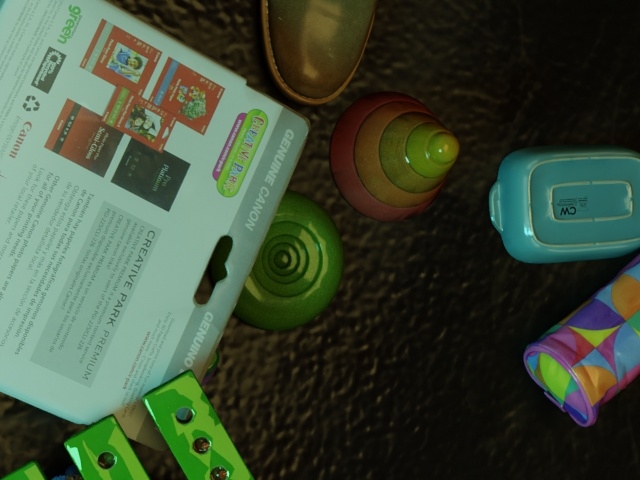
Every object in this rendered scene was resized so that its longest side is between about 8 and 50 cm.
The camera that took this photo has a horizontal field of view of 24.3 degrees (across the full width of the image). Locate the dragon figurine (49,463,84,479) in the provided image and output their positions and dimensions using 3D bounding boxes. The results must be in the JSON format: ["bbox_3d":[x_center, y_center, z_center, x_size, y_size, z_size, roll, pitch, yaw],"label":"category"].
[{"bbox_3d":[-0.100,0.251,1.250,0.289,0.085,0.144,8,74,-29],"label":"dragon figurine"}]

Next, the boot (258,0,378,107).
[{"bbox_3d":[0.027,-0.268,1.309,0.112,0.115,0.305,18,83,-23],"label":"boot"}]

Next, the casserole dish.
[{"bbox_3d":[0.253,-0.037,1.438,0.188,0.037,0.114,-3,90,-22],"label":"casserole dish"}]

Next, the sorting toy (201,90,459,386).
[{"bbox_3d":[0.000,0.000,1.285,0.365,0.126,0.127,-42,104,-19],"label":"sorting toy"}]

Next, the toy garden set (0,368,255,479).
[{"bbox_3d":[-0.156,0.245,1.144,0.244,0.049,0.204,-30,96,-5],"label":"toy garden set"}]

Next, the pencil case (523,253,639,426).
[{"bbox_3d":[0.305,0.076,1.425,0.236,0.104,0.104,-34,101,-19],"label":"pencil case"}]

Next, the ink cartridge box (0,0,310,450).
[{"bbox_3d":[-0.195,-0.020,1.202,0.272,0.130,0.309,28,79,-21],"label":"ink cartridge box"}]
